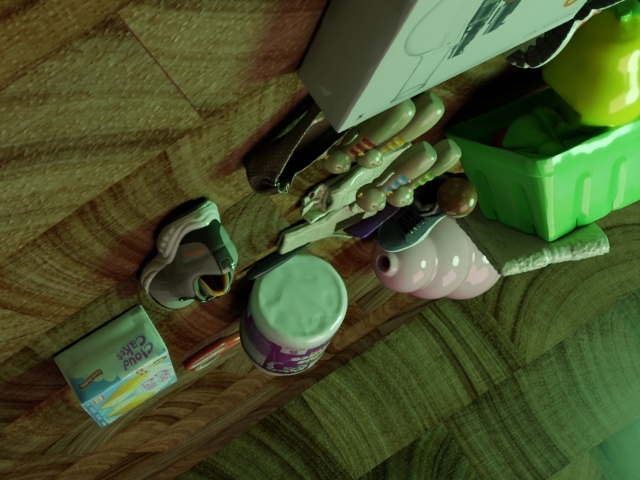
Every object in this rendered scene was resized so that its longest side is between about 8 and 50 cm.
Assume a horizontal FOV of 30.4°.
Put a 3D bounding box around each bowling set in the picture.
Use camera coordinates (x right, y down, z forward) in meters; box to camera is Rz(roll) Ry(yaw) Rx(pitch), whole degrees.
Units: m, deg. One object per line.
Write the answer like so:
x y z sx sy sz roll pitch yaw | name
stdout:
0.097 -0.088 1.578 0.154 0.199 0.287 -39 163 26 | bowling set

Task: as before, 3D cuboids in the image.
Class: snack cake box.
-0.316 0.203 1.855 0.152 0.089 0.264 -31 168 -11 | snack cake box

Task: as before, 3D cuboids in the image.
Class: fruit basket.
0.414 -0.222 1.887 0.392 0.392 0.283 -29 -150 -23 | fruit basket

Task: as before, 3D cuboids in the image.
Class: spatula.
0.000 0.000 2.011 0.297 0.030 0.084 -24 -158 -22 | spatula

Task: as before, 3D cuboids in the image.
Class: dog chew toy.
0.231 0.028 2.385 0.332 0.206 0.206 -8 153 -46 | dog chew toy

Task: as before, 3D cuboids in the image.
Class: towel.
0.345 -0.020 1.973 0.187 0.049 0.282 -14 -156 -4 | towel

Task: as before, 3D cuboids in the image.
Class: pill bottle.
-0.058 0.148 2.129 0.169 0.169 0.301 -30 167 -19 | pill bottle

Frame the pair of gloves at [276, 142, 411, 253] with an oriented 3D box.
0.040 -0.061 1.879 0.204 0.042 0.240 -27 165 -28 | pair of gloves

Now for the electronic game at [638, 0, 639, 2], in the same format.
0.578 -0.411 1.913 0.229 0.048 0.229 -32 167 -8 | electronic game

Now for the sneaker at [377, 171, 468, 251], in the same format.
0.168 -0.054 2.136 0.226 0.086 0.163 -38 166 24 | sneaker

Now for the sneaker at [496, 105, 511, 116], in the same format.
0.295 -0.186 2.055 0.067 0.042 0.118 -36 161 -9 | sneaker

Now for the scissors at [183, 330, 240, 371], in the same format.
-0.146 0.186 2.389 0.297 0.021 0.109 -30 165 -12 | scissors

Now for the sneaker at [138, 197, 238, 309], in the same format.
-0.173 0.047 1.585 0.100 0.108 0.271 -31 169 -23 | sneaker

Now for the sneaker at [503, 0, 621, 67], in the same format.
0.341 -0.339 1.527 0.279 0.107 0.118 -36 -173 26 | sneaker

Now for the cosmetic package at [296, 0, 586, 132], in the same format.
0.180 -0.285 1.258 0.377 0.097 0.284 -28 169 -25 | cosmetic package

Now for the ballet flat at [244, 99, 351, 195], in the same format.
0.003 -0.134 1.422 0.250 0.058 0.084 -39 143 26 | ballet flat
